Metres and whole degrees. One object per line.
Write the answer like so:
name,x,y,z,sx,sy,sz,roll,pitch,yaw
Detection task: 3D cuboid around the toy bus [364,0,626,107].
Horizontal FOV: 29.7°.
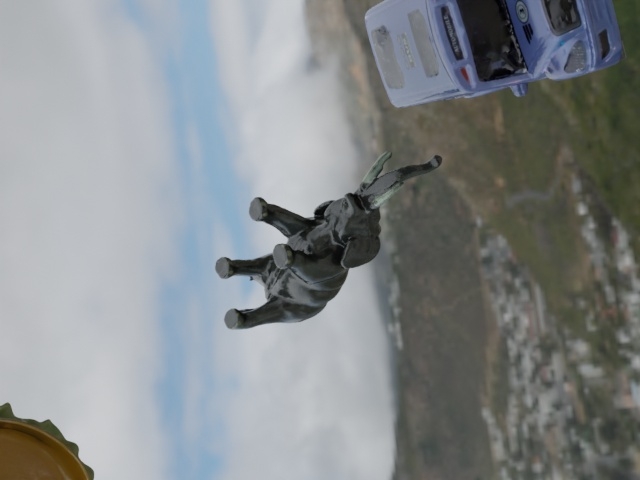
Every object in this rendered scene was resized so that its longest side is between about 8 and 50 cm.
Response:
toy bus,0.134,-0.180,1.007,0.292,0.133,0.125,-168,59,-77

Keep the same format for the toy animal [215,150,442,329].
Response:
toy animal,-0.006,-0.002,1.208,0.137,0.269,0.082,4,-131,-44

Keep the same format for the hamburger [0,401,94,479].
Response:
hamburger,-0.374,0.303,1.252,0.212,0.275,0.274,-18,76,58
